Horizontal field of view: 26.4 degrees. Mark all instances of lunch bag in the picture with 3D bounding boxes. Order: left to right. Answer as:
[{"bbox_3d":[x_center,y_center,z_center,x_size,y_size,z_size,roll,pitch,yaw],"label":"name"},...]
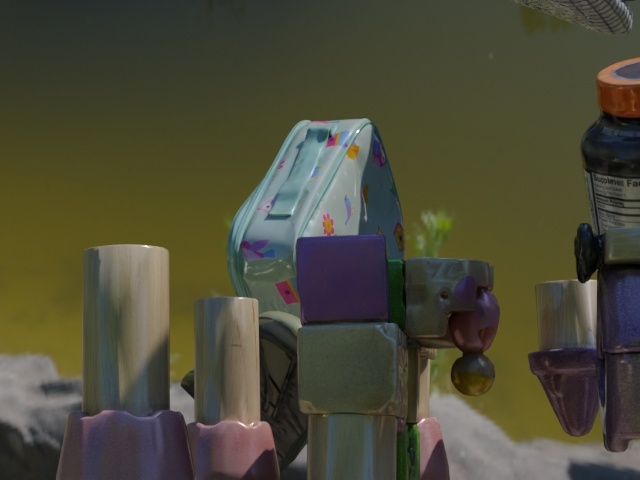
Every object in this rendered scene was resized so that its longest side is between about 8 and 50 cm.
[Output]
[{"bbox_3d":[0.000,0.000,1.524,0.108,0.224,0.279,-3,38,26],"label":"lunch bag"}]

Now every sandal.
[{"bbox_3d":[-0.035,0.121,1.162,0.120,0.303,0.086,45,64,-1],"label":"sandal"}]

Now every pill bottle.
[{"bbox_3d":[0.303,-0.038,1.214,0.130,0.246,0.130,-10,21,4],"label":"pill bottle"}]

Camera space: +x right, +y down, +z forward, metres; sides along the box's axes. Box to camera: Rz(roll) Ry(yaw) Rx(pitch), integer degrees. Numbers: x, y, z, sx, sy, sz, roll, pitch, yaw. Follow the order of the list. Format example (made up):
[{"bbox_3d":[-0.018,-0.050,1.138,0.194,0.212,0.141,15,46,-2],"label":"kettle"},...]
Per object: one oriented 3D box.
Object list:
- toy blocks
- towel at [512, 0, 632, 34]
[{"bbox_3d":[0.045,0.142,0.716,0.309,0.288,0.260,-3,80,9],"label":"toy blocks"},{"bbox_3d":[0.250,-0.363,1.685,0.283,0.121,0.235,25,7,24],"label":"towel"}]
